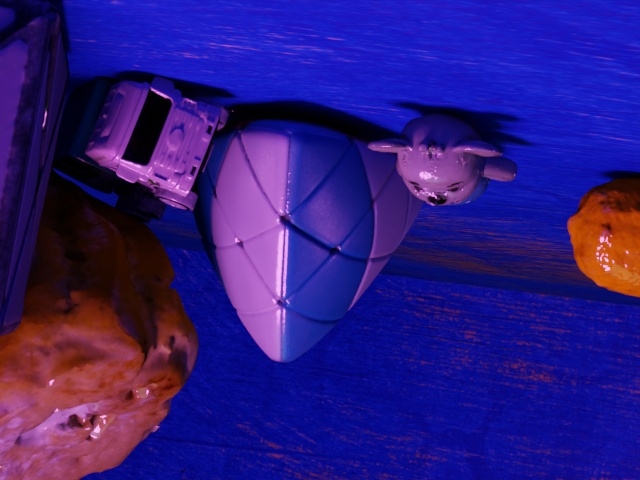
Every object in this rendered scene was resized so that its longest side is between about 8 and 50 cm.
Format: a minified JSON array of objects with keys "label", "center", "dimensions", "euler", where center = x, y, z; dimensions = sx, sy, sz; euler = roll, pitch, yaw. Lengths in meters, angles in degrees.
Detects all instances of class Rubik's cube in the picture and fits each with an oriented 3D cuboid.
[{"label":"Rubik's cube","center":[0.000,0.000,1.599],"dimensions":[0.254,0.254,0.254],"euler":[10,175,1]},{"label":"Rubik's cube","center":[-0.341,-0.064,1.277],"dimensions":[0.259,0.255,0.260],"euler":[9,175,-5]}]

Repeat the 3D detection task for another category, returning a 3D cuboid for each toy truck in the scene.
[{"label":"toy truck","center":[-0.177,-0.090,1.565],"dimensions":[0.124,0.114,0.253],"euler":[22,171,-17]}]

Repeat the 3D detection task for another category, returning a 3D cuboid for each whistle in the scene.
[{"label":"whistle","center":[0.115,-0.064,1.468],"dimensions":[0.114,0.077,0.235],"euler":[1,176,13]}]

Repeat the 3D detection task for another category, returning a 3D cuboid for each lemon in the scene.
[{"label":"lemon","center":[0.309,-0.002,1.576],"dimensions":[0.155,0.114,0.114],"euler":[9,176,-6]}]

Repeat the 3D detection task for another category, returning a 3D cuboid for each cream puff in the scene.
[{"label":"cream puff","center":[-0.291,0.090,1.576],"dimensions":[0.291,0.257,0.324],"euler":[-7,148,-32]}]
